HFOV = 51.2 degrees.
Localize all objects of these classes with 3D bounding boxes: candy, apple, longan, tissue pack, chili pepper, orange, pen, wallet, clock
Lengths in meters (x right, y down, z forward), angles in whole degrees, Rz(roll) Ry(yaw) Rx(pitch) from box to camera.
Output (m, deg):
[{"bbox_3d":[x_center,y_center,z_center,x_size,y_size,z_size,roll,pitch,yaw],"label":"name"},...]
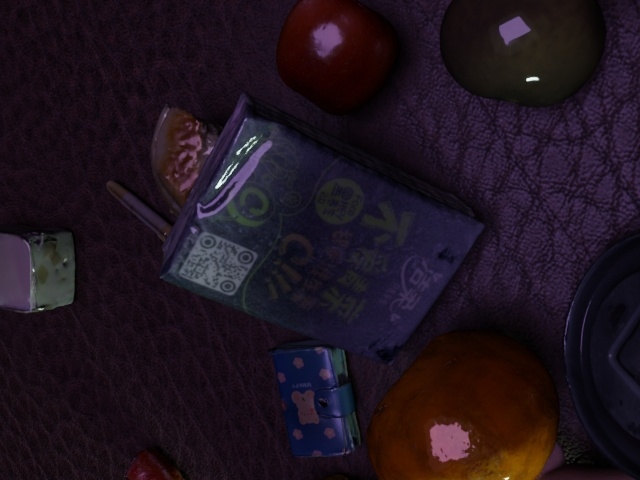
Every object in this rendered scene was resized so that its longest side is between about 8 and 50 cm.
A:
[{"bbox_3d":[-0.614,0.049,1.379,0.195,0.137,0.185,5,100,23],"label":"candy"},{"bbox_3d":[0.022,-0.285,1.005,0.181,0.181,0.168,39,102,15],"label":"apple"},{"bbox_3d":[0.269,-0.278,0.891,0.212,0.198,0.198,28,108,18],"label":"longan"},{"bbox_3d":[0.000,0.000,0.982,0.394,0.124,0.288,23,114,-19],"label":"tissue pack"},{"bbox_3d":[-0.307,0.509,1.336,0.192,0.084,0.086,40,128,20],"label":"chili pepper"},{"bbox_3d":[0.201,0.261,0.950,0.226,0.284,0.284,46,113,12],"label":"orange"},{"bbox_3d":[-0.332,-0.043,1.294,0.233,0.032,0.040,37,135,17],"label":"pen"},{"bbox_3d":[-0.009,0.276,1.173,0.141,0.059,0.202,-10,93,24],"label":"wallet"},{"bbox_3d":[0.438,0.144,0.835,0.319,0.066,0.319,-174,90,-67],"label":"clock"}]

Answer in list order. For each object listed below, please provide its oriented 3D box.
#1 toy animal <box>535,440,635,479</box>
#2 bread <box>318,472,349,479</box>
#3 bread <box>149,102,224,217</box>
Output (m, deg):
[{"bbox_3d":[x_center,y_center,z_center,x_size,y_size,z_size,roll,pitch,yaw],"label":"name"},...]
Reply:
[{"bbox_3d":[0.429,0.396,0.928,0.256,0.195,0.213,-15,124,29],"label":"toy animal"},{"bbox_3d":[-0.012,0.540,1.136,0.160,0.147,0.261,-144,64,-62],"label":"bread"},{"bbox_3d":[-0.141,-0.087,1.111,0.314,0.171,0.192,21,93,15],"label":"bread"}]
